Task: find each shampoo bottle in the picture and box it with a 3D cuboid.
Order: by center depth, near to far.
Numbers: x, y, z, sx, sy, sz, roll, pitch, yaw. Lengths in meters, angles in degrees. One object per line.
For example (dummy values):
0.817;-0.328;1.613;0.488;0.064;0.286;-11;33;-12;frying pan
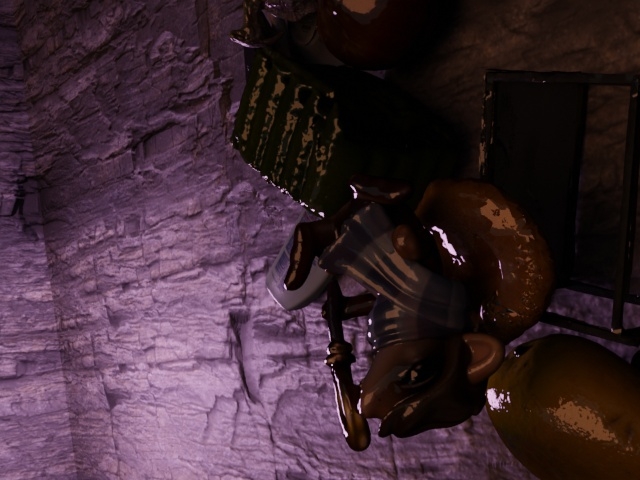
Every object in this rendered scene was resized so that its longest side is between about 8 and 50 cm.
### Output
0.000;0.000;1.918;0.134;0.078;0.359;55;134;28;shampoo bottle

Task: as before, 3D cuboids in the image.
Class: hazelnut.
0.097;-0.406;1.634;0.217;0.217;0.251;63;150;25;hazelnut

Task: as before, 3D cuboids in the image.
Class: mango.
0.393;0.277;1.330;0.365;0.182;0.253;39;155;39;mango

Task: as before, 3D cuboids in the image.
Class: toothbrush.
-0.064;-0.345;1.904;0.037;0.028;0.375;28;136;54;toothbrush

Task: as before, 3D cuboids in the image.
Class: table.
0.387;-0.062;1.290;0.272;0.222;0.335;14;106;50;table

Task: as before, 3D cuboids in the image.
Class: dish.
0.001;-0.426;1.859;0.246;0.078;0.224;46;128;39;dish

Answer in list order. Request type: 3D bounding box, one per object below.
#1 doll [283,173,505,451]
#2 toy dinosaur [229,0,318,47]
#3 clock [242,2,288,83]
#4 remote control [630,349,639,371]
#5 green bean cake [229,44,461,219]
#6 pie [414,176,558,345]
0.088;0.099;1.256;0.340;0.209;0.318;64;153;12;doll
-0.065;-0.491;1.786;0.294;0.077;0.162;-34;97;11;toy dinosaur
-0.104;-0.312;1.930;0.279;0.049;0.273;91;157;-53;clock
0.522;0.216;1.294;0.222;0.042;0.072;28;118;47;remote control
0.047;-0.191;1.642;0.335;0.319;0.218;43;124;35;green bean cake
0.210;0.031;1.295;0.273;0.069;0.273;34;132;48;pie
